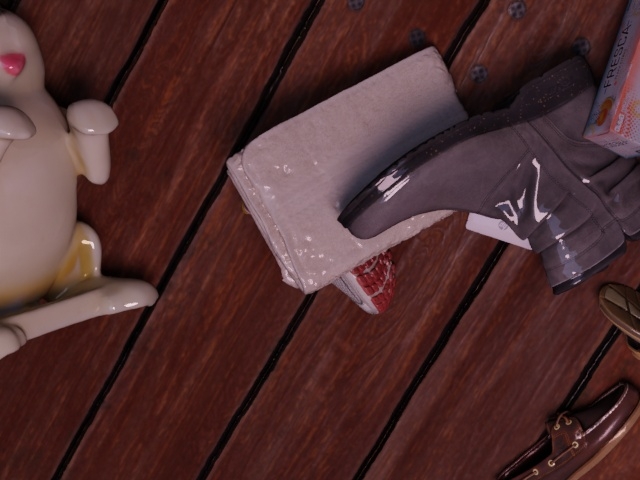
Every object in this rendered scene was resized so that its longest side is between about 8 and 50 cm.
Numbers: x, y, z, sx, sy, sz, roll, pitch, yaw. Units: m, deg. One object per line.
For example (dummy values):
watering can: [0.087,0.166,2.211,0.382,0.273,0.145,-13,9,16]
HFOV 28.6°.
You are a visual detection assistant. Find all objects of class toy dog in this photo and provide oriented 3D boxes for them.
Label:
toy dog: [-0.401,-0.096,1.488,0.395,0.284,0.408,3,104,50]

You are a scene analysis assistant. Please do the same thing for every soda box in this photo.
soda box: [0.343,-0.183,1.330,0.063,0.058,0.183,24,80,-15]

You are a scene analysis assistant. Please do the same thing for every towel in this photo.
towel: [0.051,-0.078,1.415,0.282,0.049,0.187,-28,91,-10]

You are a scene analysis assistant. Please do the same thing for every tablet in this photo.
tablet: [0.215,-0.026,1.457,0.083,0.006,0.054,19,103,11]

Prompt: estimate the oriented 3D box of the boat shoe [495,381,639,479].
boat shoe: [0.286,0.236,1.448,0.073,0.073,0.207,40,106,3]

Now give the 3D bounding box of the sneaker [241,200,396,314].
sneaker: [0.000,0.000,1.485,0.225,0.088,0.093,48,130,0]

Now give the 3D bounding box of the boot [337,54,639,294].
boot: [0.207,-0.032,1.350,0.338,0.118,0.222,-30,90,-7]

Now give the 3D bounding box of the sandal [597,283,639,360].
sandal: [0.383,0.119,1.416,0.180,0.072,0.049,36,127,1]
